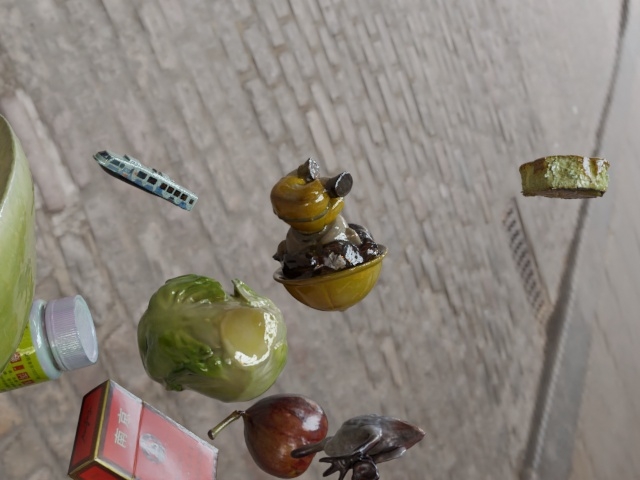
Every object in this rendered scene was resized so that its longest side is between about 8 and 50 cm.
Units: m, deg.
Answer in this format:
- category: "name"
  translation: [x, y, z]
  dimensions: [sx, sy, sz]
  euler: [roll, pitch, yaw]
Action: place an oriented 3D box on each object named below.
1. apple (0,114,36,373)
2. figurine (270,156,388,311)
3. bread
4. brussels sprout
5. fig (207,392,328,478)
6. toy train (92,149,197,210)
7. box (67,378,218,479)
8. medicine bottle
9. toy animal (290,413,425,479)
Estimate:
- category: "apple"
  translation: [-0.414, 0.045, 0.940]
  dimensions: [0.312, 0.320, 0.360]
  euler: [8, 27, -26]
- category: "figurine"
  translation: [-0.002, 0.004, 1.711]
  dimensions: [0.257, 0.192, 0.167]
  euler: [61, 43, -39]
- category: "bread"
  translation: [0.432, -0.111, 1.901]
  dimensions: [0.128, 0.140, 0.069]
  euler: [3, 86, -30]
- category: "brussels sprout"
  translation: [-0.192, 0.179, 1.941]
  dimensions: [0.259, 0.294, 0.227]
  euler: [11, 77, -32]
- category: "fig"
  translation: [-0.115, 0.436, 2.518]
  dimensions: [0.249, 0.203, 0.186]
  euler: [31, 11, -3]
- category: "toy train"
  translation: [-0.317, -0.113, 1.924]
  dimensions: [0.207, 0.047, 0.043]
  euler: [28, 6, -34]
- category: "box"
  translation: [-0.263, 0.337, 1.624]
  dimensions: [0.240, 0.074, 0.153]
  euler: [40, 34, -30]
- category: "medicine bottle"
  translation: [-0.497, 0.174, 1.774]
  dimensions: [0.139, 0.225, 0.139]
  euler: [-14, 90, -90]
- category: "toy animal"
  translation: [0.066, 0.362, 1.912]
  dimensions: [0.324, 0.195, 0.090]
  euler: [168, -92, -76]
